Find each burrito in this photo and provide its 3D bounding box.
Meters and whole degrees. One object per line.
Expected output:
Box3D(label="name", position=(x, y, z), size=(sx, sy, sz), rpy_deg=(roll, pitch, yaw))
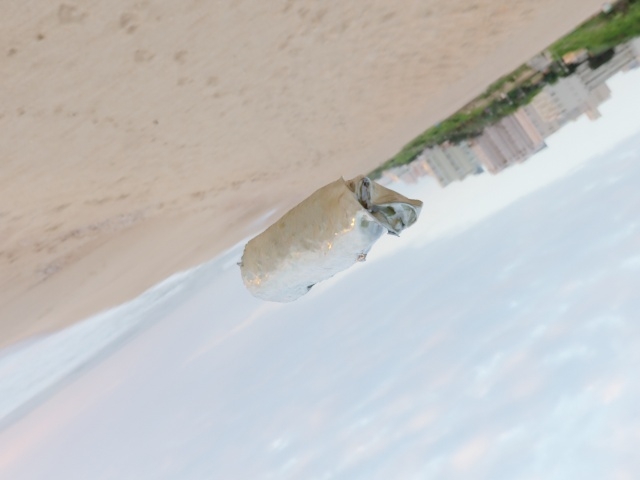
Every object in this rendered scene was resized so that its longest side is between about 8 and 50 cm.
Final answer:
Box3D(label="burrito", position=(0.000, 0.000, 0.640), size=(0.086, 0.061, 0.226), rpy_deg=(13, 154, -28))
